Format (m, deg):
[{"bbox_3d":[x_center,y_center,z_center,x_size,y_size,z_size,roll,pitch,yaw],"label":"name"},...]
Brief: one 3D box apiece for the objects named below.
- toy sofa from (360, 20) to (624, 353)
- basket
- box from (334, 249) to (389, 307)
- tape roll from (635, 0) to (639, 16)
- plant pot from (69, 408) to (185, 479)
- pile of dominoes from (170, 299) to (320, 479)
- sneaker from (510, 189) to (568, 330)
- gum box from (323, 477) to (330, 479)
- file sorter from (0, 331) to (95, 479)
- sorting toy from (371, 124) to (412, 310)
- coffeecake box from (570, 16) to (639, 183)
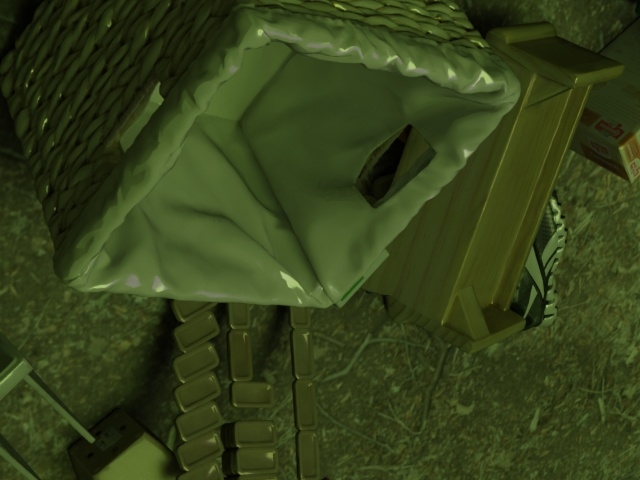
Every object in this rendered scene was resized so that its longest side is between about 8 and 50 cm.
[{"bbox_3d":[0.187,-0.070,1.822,0.150,0.177,0.363,-17,130,-57],"label":"toy sofa"},{"bbox_3d":[-0.064,-0.139,1.453,0.331,0.266,0.328,8,135,-41],"label":"basket"},{"bbox_3d":[0.000,0.000,1.771,0.087,0.102,0.101,-48,134,-8],"label":"box"},{"bbox_3d":[0.538,-0.252,1.902,0.321,0.321,0.077,5,113,-41],"label":"tape roll"},{"bbox_3d":[-0.212,0.252,1.755,0.109,0.109,0.096,-40,123,-13],"label":"plant pot"},{"bbox_3d":[-0.093,0.165,1.783,0.196,0.040,0.251,4,78,-39],"label":"pile of dominoes"},{"bbox_3d":[0.237,0.025,1.940,0.106,0.078,0.234,-22,130,-25],"label":"sneaker"},{"bbox_3d":[-0.007,0.402,2.036,0.107,0.062,0.188,-28,130,-24],"label":"gum box"},{"bbox_3d":[-0.387,0.203,1.518,0.277,0.193,0.173,-44,138,-10],"label":"file sorter"},{"bbox_3d":[0.162,-0.071,1.911,0.229,0.041,0.307,-24,128,-21],"label":"sorting toy"},{"bbox_3d":[0.387,-0.175,1.952,0.185,0.142,0.068,-41,134,-12],"label":"coffeecake box"}]
